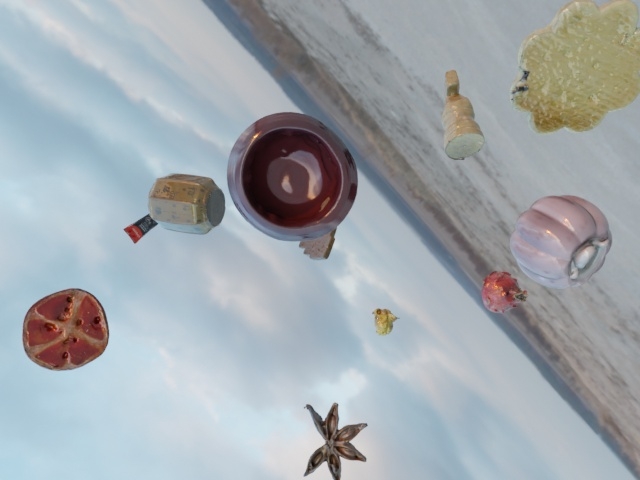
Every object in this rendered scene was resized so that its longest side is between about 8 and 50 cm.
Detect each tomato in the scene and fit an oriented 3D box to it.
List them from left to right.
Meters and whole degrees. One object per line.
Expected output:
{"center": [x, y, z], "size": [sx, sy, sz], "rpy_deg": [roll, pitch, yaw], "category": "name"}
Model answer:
{"center": [-0.487, 0.173, 1.015], "size": [0.155, 0.156, 0.069], "rpy_deg": [46, 153, -13], "category": "tomato"}

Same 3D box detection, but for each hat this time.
{"center": [-0.044, -0.098, 0.831], "size": [0.205, 0.205, 0.089], "rpy_deg": [47, -173, -8], "category": "hat"}

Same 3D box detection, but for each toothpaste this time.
{"center": [-0.651, -0.071, 2.027], "size": [0.045, 0.193, 0.071], "rpy_deg": [4, 130, 55], "category": "toothpaste"}

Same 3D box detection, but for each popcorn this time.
{"center": [0.196, 0.236, 1.561], "size": [0.084, 0.084, 0.084], "rpy_deg": [47, -171, -10], "category": "popcorn"}

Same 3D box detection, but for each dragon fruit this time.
{"center": [0.629, 0.173, 1.788], "size": [0.153, 0.153, 0.111], "rpy_deg": [45, 157, -18], "category": "dragon fruit"}

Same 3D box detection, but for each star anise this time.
{"center": [0.041, 0.533, 1.400], "size": [0.063, 0.171, 0.208], "rpy_deg": [57, -148, -77], "category": "star anise"}

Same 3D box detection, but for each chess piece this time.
{"center": [0.457, -0.428, 1.783], "size": [0.137, 0.137, 0.301], "rpy_deg": [38, -140, -49], "category": "chess piece"}

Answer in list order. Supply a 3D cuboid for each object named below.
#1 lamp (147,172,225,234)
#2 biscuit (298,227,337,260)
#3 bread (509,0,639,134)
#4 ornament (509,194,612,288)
{"center": [-0.357, -0.099, 1.422], "size": [0.184, 0.162, 0.161], "rpy_deg": [9, 178, 17], "category": "lamp"}
{"center": [0.000, 0.000, 1.151], "size": [0.019, 0.119, 0.130], "rpy_deg": [32, -153, -30], "category": "biscuit"}
{"center": [0.569, -0.377, 1.171], "size": [0.316, 0.316, 0.054], "rpy_deg": [44, -156, -27], "category": "bread"}
{"center": [0.455, 0.005, 0.996], "size": [0.177, 0.177, 0.177], "rpy_deg": [47, -171, -10], "category": "ornament"}
